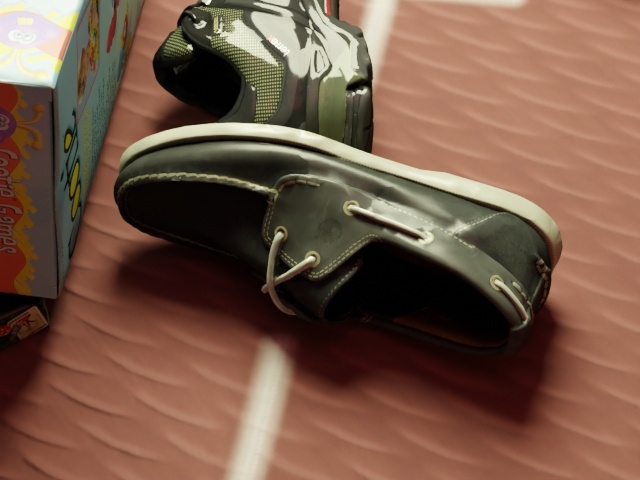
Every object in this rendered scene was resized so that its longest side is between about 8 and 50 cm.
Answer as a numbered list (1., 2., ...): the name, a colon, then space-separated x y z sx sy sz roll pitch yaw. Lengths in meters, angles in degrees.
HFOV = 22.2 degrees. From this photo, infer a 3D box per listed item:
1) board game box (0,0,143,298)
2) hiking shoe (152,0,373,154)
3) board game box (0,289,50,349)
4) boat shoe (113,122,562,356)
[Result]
1. board game box: -0.180 -0.123 0.866 0.142 0.144 0.275 8 44 0
2. hiking shoe: -0.043 -0.130 0.929 0.114 0.086 0.226 -10 51 -9
3. board game box: -0.261 -0.018 0.887 0.136 0.030 0.259 -26 53 -15
4. boat shoe: 0.000 0.000 0.819 0.233 0.084 0.079 14 52 11
